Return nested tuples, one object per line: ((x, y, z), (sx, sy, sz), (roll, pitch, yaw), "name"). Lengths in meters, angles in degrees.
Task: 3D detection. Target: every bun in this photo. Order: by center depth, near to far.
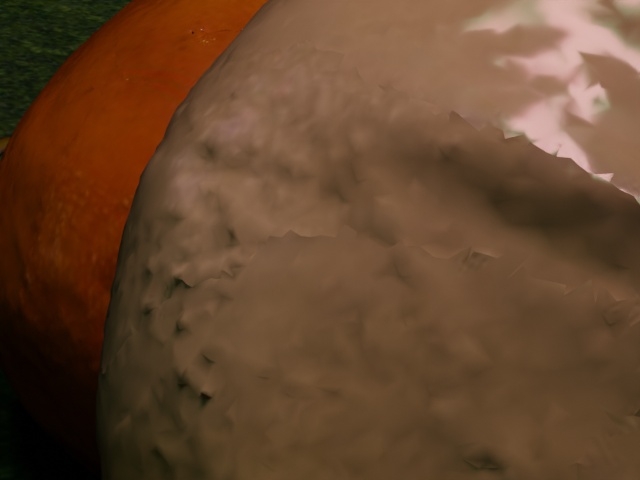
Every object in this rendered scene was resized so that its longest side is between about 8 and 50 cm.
((0.130, 0.048, 0.433), (0.364, 0.364, 0.202), (-5, 0, -29), "bun")

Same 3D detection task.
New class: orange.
((0.000, 0.000, 0.636), (0.283, 0.226, 0.284), (5, 22, -2), "orange")

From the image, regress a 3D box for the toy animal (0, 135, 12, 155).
((-0.182, 0.008, 0.691), (0.219, 0.095, 0.155), (-6, 13, 40), "toy animal")
